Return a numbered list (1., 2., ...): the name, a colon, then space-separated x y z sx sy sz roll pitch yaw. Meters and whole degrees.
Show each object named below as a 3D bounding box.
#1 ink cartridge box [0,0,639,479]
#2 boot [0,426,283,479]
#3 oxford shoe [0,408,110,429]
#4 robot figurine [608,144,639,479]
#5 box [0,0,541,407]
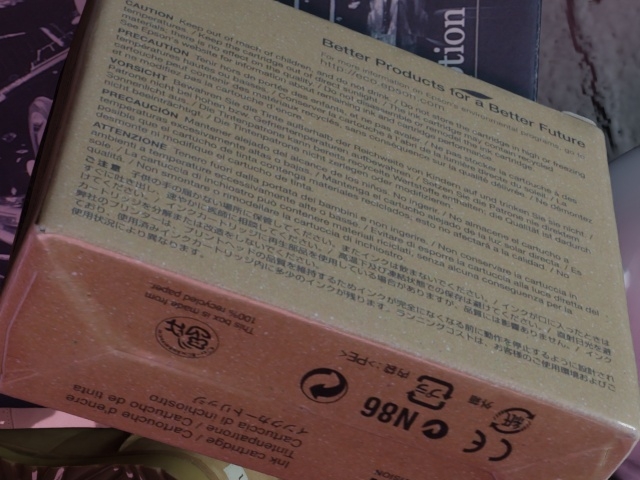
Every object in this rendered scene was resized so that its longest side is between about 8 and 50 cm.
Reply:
1. ink cartridge box: 0.000 0.000 0.666 0.234 0.193 0.088 19 128 -12
2. boot: -0.085 0.117 0.955 0.236 0.269 0.089 2 104 27
3. oxford shoe: -0.123 0.170 1.057 0.140 0.146 0.397 -34 119 26
4. robot figurine: 0.236 0.075 0.913 0.200 0.300 0.353 17 154 41
5. box: -0.052 -0.094 0.831 0.312 0.179 0.343 0 127 4
